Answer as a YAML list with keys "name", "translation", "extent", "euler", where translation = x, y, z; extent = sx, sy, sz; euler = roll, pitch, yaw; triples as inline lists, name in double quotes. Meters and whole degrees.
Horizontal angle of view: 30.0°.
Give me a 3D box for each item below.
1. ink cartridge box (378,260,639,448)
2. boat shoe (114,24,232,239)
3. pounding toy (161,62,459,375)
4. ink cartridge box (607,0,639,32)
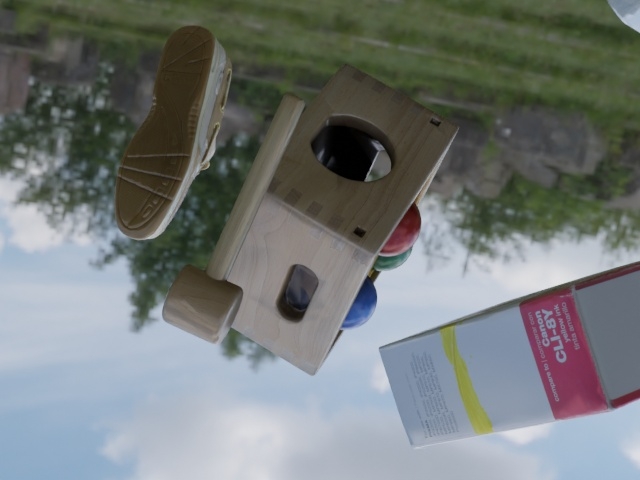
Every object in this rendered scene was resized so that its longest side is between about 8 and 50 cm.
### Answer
- name: "ink cartridge box"
  translation: [0.307, 0.147, 1.597]
  extent: [0.279, 0.160, 0.385]
  euler: [-14, 173, -38]
- name: "boat shoe"
  translation: [-0.106, -0.077, 0.921]
  extent: [0.063, 0.170, 0.059]
  euler: [18, 176, 27]
- name: "pounding toy"
  translation: [0.000, -0.002, 0.677]
  extent: [0.094, 0.181, 0.206]
  euler: [30, -131, 6]
- name: "ink cartridge box"
  translation: [0.396, -0.359, 1.571]
  extent: [0.385, 0.091, 0.308]
  euler: [30, -172, 3]
